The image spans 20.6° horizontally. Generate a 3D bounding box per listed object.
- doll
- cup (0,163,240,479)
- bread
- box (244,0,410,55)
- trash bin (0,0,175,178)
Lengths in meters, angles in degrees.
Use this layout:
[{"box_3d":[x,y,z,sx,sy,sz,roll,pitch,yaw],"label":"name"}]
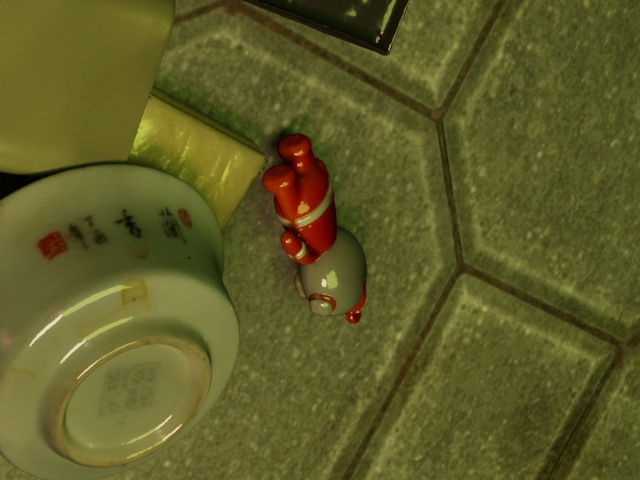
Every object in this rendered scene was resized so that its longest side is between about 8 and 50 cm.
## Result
[{"box_3d":[0.000,0.000,1.940,0.142,0.076,0.245,-67,146,-43],"label":"doll"},{"box_3d":[-0.218,0.110,1.736,0.347,0.163,0.347,-20,137,-20],"label":"cup"},{"box_3d":[-0.154,-0.075,1.823,0.178,0.060,0.139,25,94,-39],"label":"bread"},{"box_3d":[-0.062,-0.356,1.672,0.345,0.204,0.251,14,101,-38],"label":"box"},{"box_3d":[-0.282,-0.178,1.658,0.247,0.121,0.243,10,104,-41],"label":"trash bin"}]
